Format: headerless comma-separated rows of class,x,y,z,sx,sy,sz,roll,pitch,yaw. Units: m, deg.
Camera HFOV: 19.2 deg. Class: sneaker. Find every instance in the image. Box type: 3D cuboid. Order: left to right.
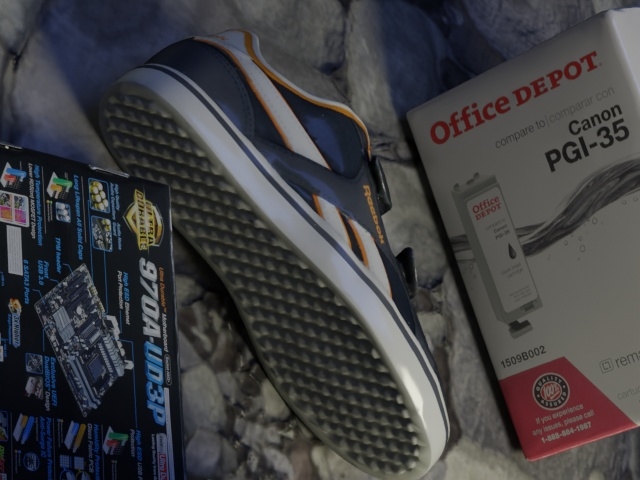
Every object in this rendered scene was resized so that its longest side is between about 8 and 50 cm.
sneaker,0.000,0.000,1.231,0.127,0.126,0.321,-41,100,-41

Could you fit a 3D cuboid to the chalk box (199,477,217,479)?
chalk box,-0.008,0.260,1.065,0.289,0.180,0.179,20,59,-39

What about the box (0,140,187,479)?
box,-0.163,0.056,1.097,0.175,0.051,0.220,13,63,-41

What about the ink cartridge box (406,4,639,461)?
ink cartridge box,0.207,-0.006,1.379,0.117,0.207,0.283,-11,79,-49
